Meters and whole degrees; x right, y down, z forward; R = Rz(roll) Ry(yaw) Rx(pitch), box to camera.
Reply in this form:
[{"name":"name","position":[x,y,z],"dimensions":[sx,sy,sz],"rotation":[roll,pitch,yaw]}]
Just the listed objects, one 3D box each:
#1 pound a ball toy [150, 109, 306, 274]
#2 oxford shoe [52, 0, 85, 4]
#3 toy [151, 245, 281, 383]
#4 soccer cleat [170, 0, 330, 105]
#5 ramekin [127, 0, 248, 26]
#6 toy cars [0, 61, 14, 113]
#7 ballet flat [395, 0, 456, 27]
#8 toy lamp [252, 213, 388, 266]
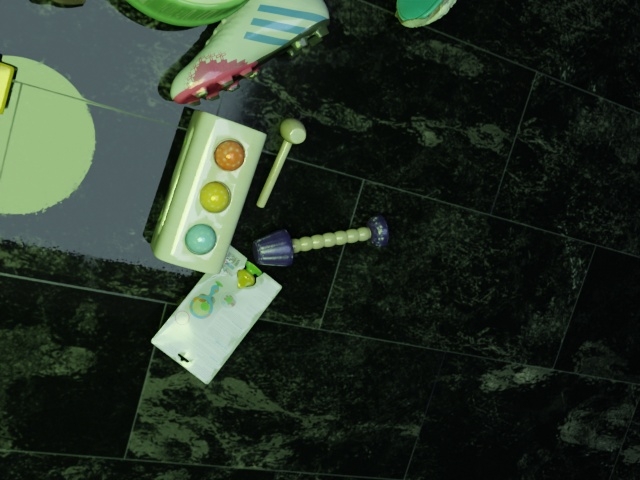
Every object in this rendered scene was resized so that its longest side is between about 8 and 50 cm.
[{"name":"pound a ball toy","position":[-0.159,-0.098,1.262],"dimensions":[0.208,0.136,0.319],"rotation":[18,97,-25]},{"name":"oxford shoe","position":[-0.403,-0.515,1.095],"dimensions":[0.098,0.097,0.271],"rotation":[1,108,-43]},{"name":"toy","position":[-0.202,0.142,1.344],"dimensions":[0.137,0.056,0.237],"rotation":[40,79,-9]},{"name":"soccer cleat","position":[-0.141,-0.363,1.229],"dimensions":[0.331,0.116,0.143],"rotation":[-32,97,-14]},{"name":"ramekin","position":[-0.196,-0.490,1.053],"dimensions":[0.304,0.148,0.303],"rotation":[-6,105,-22]},{"name":"toy cars","position":[-0.673,-0.221,1.055],"dimensions":[0.394,0.087,0.176],"rotation":[-25,110,-11]},{"name":"ballet flat","position":[0.273,-0.592,1.322],"dimensions":[0.147,0.147,0.408],"rotation":[17,97,-25]},{"name":"toy lamp","position":[0.000,0.000,1.383],"dimensions":[0.275,0.080,0.080],"rotation":[-12,107,-20]}]
